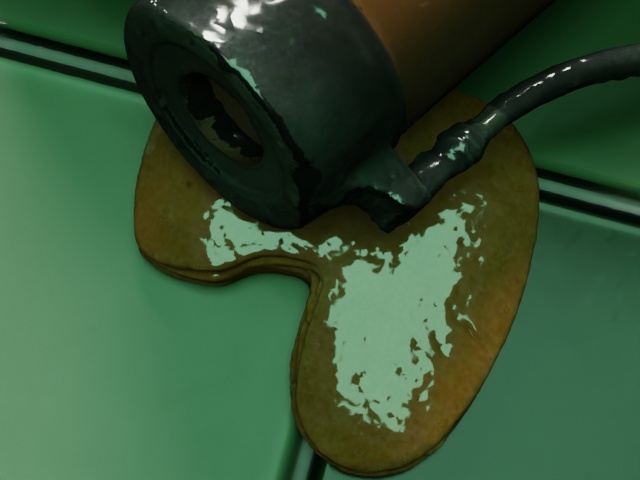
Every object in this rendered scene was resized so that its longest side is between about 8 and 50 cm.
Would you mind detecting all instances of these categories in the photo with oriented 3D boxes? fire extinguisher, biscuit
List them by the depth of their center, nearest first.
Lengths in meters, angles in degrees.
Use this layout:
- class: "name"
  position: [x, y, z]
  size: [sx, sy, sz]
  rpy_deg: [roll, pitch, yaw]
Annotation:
- class: "fire extinguisher"
  position: [0.103, -0.139, 0.657]
  size: [0.376, 0.113, 0.200]
  rpy_deg: [-43, 110, -20]
- class: "biscuit"
  position: [0.000, 0.000, 0.661]
  size: [0.192, 0.036, 0.186]
  rpy_deg: [22, 78, 5]
